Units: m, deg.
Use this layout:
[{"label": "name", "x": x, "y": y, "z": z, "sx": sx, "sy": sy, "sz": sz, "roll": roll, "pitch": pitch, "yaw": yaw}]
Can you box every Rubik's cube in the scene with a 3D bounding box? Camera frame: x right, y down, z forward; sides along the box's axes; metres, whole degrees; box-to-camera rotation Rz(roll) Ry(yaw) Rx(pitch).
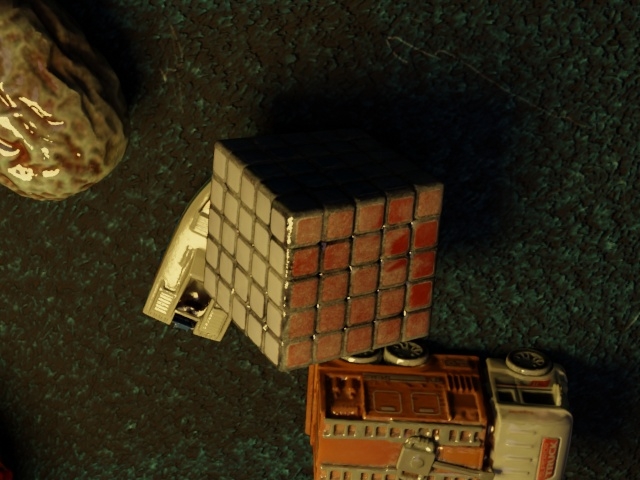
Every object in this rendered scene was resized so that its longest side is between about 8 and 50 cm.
[{"label": "Rubik's cube", "x": 0.000, "y": 0.000, "z": 1.637, "sx": 0.237, "sy": 0.237, "sz": 0.238, "roll": -9, "pitch": 120, "yaw": -27}]

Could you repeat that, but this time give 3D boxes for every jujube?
[{"label": "jujube", "x": -0.388, "y": -0.193, "z": 1.597, "sx": 0.226, "sy": 0.226, "sz": 0.317, "roll": -29, "pitch": 121, "yaw": 12}]

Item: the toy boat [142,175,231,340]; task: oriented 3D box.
[{"label": "toy boat", "x": -0.145, "y": 0.003, "z": 1.753, "sx": 0.129, "sy": 0.088, "sz": 0.295, "roll": 22, "pitch": 113, "yaw": -10}]

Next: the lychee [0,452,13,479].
[{"label": "lychee", "x": -0.634, "y": 0.414, "z": 1.761, "sx": 0.425, "sy": 0.424, "sz": 0.499, "roll": -6, "pitch": 112, "yaw": 2}]

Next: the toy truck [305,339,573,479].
[{"label": "toy truck", "x": 0.174, "y": 0.269, "z": 1.811, "sx": 0.388, "sy": 0.207, "sz": 0.173, "roll": 3, "pitch": 114, "yaw": -2}]
